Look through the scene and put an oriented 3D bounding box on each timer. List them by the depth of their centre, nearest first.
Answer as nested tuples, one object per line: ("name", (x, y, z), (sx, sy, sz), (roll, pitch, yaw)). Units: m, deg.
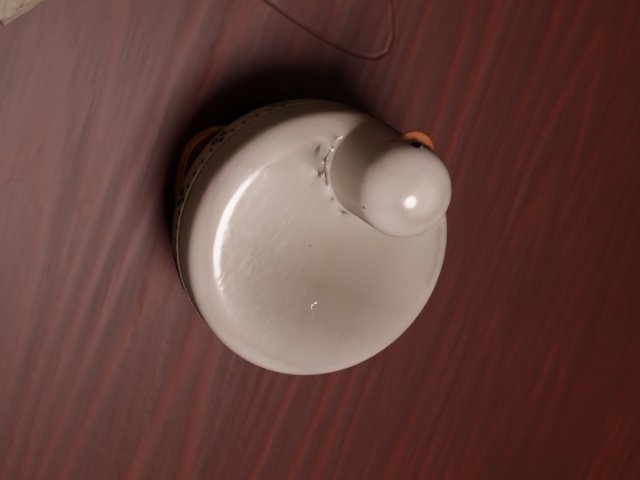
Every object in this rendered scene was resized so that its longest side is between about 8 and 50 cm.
("timer", (0.000, 0.000, 0.995), (0.233, 0.240, 0.234), (-7, 109, -20))

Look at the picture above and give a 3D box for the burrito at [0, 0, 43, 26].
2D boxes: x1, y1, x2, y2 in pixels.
("burrito", (-0.164, -0.299, 0.912), (0.299, 0.105, 0.143), (-41, 113, -3))
